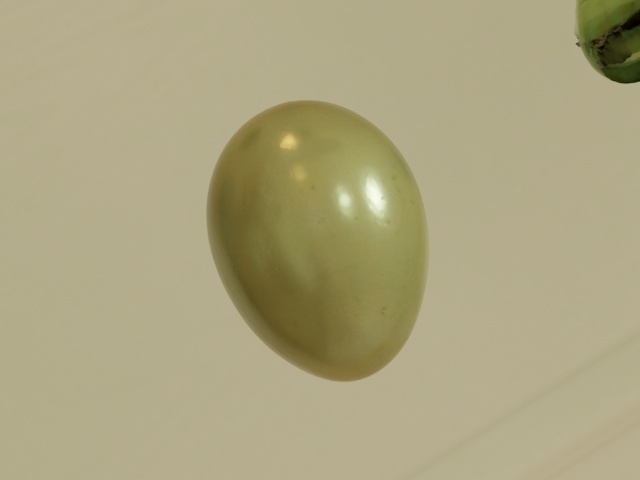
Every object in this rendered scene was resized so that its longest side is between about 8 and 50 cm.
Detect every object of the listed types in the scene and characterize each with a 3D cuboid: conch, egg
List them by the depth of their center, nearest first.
[{"bbox_3d":[0.000,0.000,1.376,0.188,0.189,0.253,78,-2,-69],"label":"egg"},{"bbox_3d":[0.352,-0.246,1.667,0.250,0.144,0.137,165,-69,-73],"label":"conch"}]
